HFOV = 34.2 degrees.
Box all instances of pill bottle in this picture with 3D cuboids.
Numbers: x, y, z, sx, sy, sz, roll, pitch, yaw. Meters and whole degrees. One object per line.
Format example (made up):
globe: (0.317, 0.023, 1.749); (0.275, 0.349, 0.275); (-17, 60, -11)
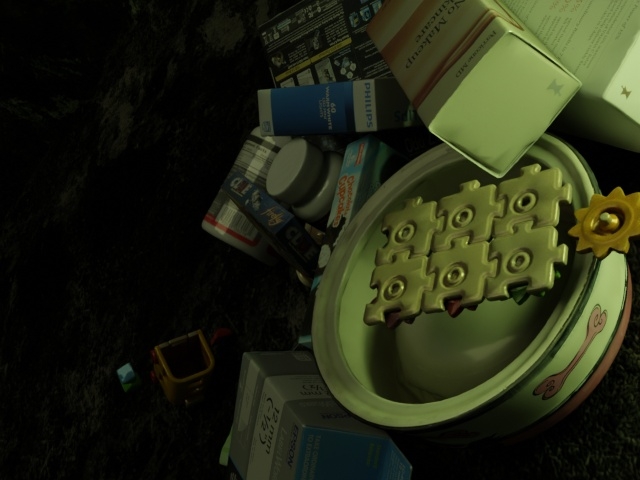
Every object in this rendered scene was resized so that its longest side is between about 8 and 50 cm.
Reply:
pill bottle: (0.032, -0.066, 1.622); (0.121, 0.221, 0.121); (-38, 36, 35)
pill bottle: (-0.086, -0.110, 1.917); (0.283, 0.161, 0.161); (-61, 28, -2)

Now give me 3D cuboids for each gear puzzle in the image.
gear puzzle: (0.204, 0.004, 1.149); (0.339, 0.044, 0.175); (-15, 48, 36)

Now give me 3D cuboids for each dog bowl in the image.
dog bowl: (0.190, 0.069, 1.264); (0.408, 0.150, 0.408); (-29, 42, 29)

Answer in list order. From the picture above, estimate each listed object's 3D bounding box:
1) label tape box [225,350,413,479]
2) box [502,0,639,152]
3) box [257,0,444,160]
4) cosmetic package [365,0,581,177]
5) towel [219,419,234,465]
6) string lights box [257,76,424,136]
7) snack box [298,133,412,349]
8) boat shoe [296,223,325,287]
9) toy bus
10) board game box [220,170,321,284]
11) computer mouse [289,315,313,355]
label tape box: (-0.018, 0.327, 1.382); (0.347, 0.115, 0.249); (-140, 56, -62)
box: (0.357, -0.254, 1.325); (0.215, 0.168, 0.345); (-60, 28, 2)
box: (0.078, -0.261, 1.673); (0.395, 0.097, 0.318); (-17, 89, 52)
cosmetic package: (0.177, -0.229, 1.284); (0.153, 0.129, 0.296); (-51, 31, 18)
towel: (-0.115, 0.325, 1.716); (0.152, 0.023, 0.113); (-8, 58, 56)
string lights box: (0.038, -0.199, 1.559); (0.259, 0.133, 0.077); (3, 100, 48)
snack box: (0.091, 0.032, 1.477); (0.060, 0.187, 0.322); (-21, 48, 50)
boat shoe: (0.000, 0.000, 1.781); (0.059, 0.063, 0.170); (-36, 36, 47)
toy bus: (-0.249, 0.250, 1.907); (0.191, 0.202, 0.104); (-39, 65, 23)
board game box: (-0.058, -0.009, 1.657); (0.042, 0.165, 0.243); (-43, 32, -5)
computer mouse: (0.028, 0.171, 1.587); (0.188, 0.072, 0.272); (-60, 18, -2)
